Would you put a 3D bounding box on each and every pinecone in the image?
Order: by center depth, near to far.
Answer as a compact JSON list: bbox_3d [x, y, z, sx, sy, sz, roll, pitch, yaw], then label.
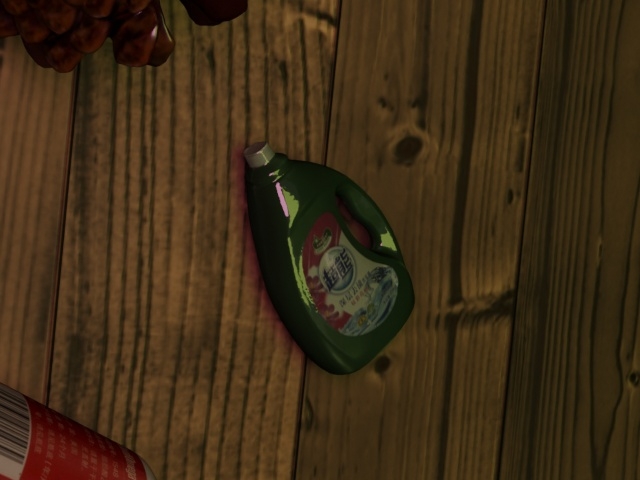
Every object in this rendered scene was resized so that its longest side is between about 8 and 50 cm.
[{"bbox_3d":[-0.133,-0.254,1.100,0.264,0.264,0.264,-4,97,-37],"label":"pinecone"}]

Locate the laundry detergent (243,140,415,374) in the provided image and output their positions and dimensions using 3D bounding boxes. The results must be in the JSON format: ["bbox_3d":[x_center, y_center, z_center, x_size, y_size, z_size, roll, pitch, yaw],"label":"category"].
[{"bbox_3d":[0.000,0.000,1.340,0.137,0.063,0.211,-43,116,-30],"label":"laundry detergent"}]

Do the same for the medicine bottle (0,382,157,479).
[{"bbox_3d":[-0.211,0.190,1.152,0.250,0.131,0.131,35,74,-35],"label":"medicine bottle"}]
